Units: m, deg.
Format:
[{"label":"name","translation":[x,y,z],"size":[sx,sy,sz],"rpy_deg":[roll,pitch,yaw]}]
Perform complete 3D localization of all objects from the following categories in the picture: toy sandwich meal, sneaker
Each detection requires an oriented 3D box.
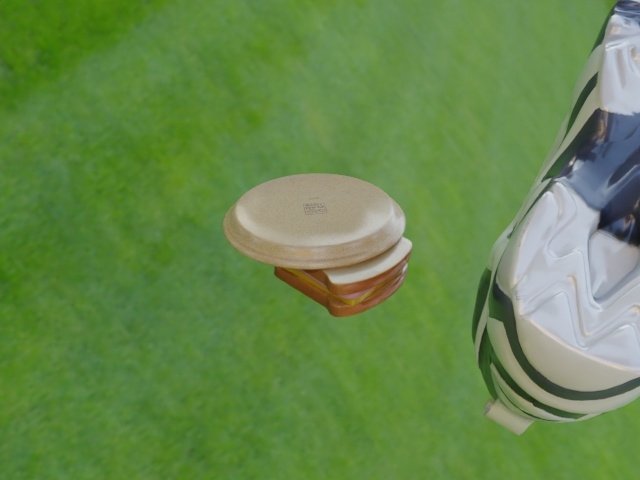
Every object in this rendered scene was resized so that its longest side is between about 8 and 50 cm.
[{"label":"toy sandwich meal","translation":[0.000,0.000,0.598],"size":[0.085,0.085,0.029],"rpy_deg":[-87,177,-61]},{"label":"sneaker","translation":[0.129,-0.015,0.587],"size":[0.094,0.153,0.235],"rpy_deg":[26,63,2]}]
